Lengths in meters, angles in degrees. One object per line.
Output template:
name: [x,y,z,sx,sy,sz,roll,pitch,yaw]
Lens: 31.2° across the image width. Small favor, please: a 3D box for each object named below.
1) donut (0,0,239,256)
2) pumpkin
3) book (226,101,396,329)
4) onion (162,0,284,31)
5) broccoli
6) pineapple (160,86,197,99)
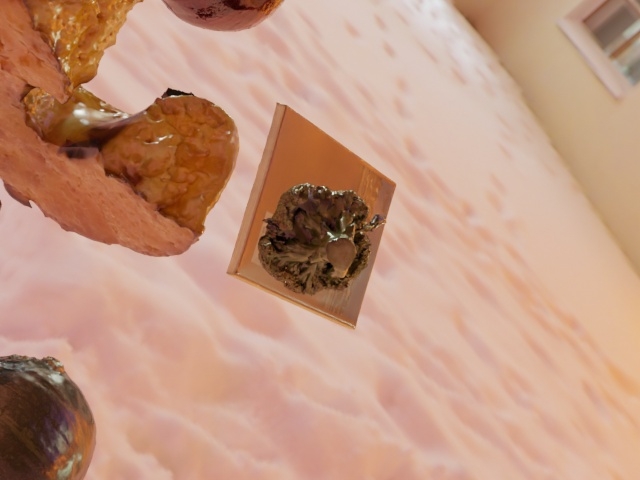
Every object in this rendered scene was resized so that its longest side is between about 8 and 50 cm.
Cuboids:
donut: [-0.298,-0.184,1.363,0.378,0.163,0.435,11,-37,37]
pumpkin: [-0.269,0.180,0.925,0.146,0.190,0.190,51,18,4]
book: [-0.002,-0.025,1.779,0.028,0.262,0.374,10,-11,32]
onion: [-0.147,-0.452,1.726,0.276,0.276,0.276,43,19,-18]
broccoli: [0.000,0.000,1.247,0.131,0.130,0.120,37,0,-24]
pineapple: [-0.255,-0.143,1.770,0.119,0.237,0.111,29,46,-35]
